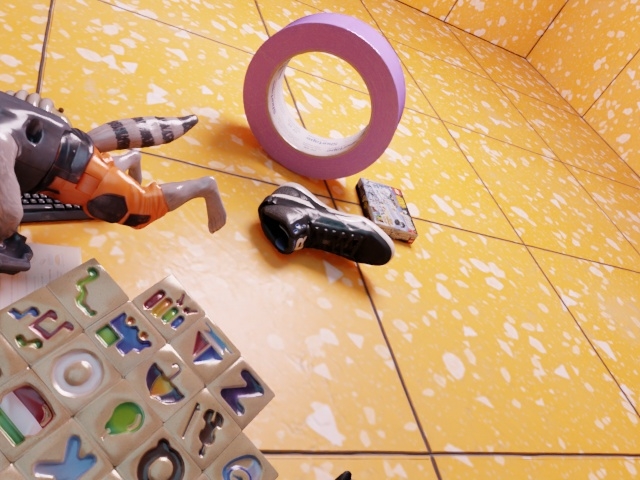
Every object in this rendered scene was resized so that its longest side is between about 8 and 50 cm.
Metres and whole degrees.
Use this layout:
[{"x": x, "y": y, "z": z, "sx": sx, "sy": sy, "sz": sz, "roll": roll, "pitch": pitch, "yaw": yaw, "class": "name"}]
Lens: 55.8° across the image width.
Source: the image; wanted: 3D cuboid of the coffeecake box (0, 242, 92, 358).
[{"x": -0.326, "y": 0.069, "z": 0.575, "sx": 0.186, "sy": 0.068, "sz": 0.142, "roll": 7, "pitch": 42, "yaw": -33, "class": "coffeecake box"}]

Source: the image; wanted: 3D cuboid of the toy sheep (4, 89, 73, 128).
[{"x": -0.394, "y": -0.154, "z": 0.790, "sx": 0.132, "sy": 0.091, "sz": 0.091, "roll": 5, "pitch": 41, "yaw": -19, "class": "toy sheep"}]

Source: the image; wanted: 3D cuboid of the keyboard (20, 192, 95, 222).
[{"x": -0.359, "y": -0.067, "z": 0.763, "sx": 0.180, "sy": 0.023, "sz": 0.108, "roll": -5, "pitch": 49, "yaw": -43, "class": "keyboard"}]

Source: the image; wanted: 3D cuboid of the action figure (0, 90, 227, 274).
[{"x": -0.308, "y": -0.103, "z": 0.640, "sx": 0.341, "sy": 0.178, "sz": 0.330, "roll": 37, "pitch": 18, "yaw": 37, "class": "action figure"}]

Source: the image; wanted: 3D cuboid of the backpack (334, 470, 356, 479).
[{"x": 0.019, "y": 0.308, "z": 0.397, "sx": 0.213, "sy": 0.276, "sz": 0.263, "roll": 32, "pitch": 27, "yaw": -9, "class": "backpack"}]

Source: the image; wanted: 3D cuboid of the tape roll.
[{"x": 0.007, "y": -0.249, "z": 1.059, "sx": 0.275, "sy": 0.274, "sz": 0.090, "roll": 31, "pitch": 33, "yaw": -3, "class": "tape roll"}]

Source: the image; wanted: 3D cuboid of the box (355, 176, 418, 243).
[{"x": 0.122, "y": -0.057, "z": 1.132, "sx": 0.094, "sy": 0.027, "sz": 0.137, "roll": 15, "pitch": 38, "yaw": -23, "class": "box"}]

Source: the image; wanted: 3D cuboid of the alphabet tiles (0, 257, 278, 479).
[{"x": -0.196, "y": 0.175, "z": 0.519, "sx": 0.285, "sy": 0.011, "sz": 0.342, "roll": 49, "pitch": 44, "yaw": 2, "class": "alphabet tiles"}]

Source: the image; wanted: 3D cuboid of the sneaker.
[{"x": 0.000, "y": 0.000, "z": 0.928, "sx": 0.217, "sy": 0.079, "sz": 0.121, "roll": 29, "pitch": 36, "yaw": 9, "class": "sneaker"}]
